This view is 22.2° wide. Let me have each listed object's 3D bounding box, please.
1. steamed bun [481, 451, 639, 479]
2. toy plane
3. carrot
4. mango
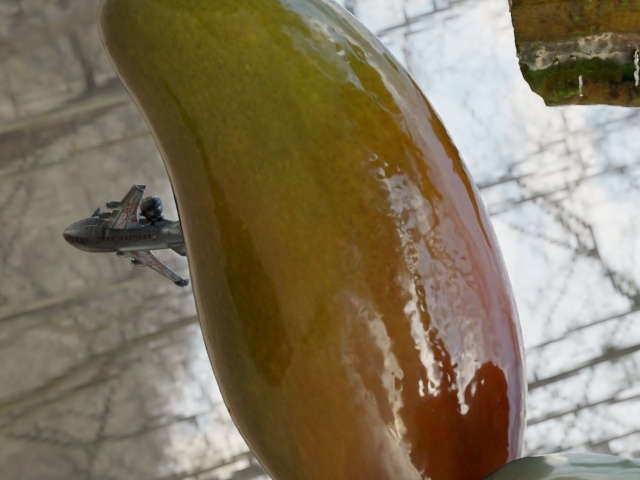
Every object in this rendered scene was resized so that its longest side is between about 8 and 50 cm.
[{"bbox_3d":[0.169,0.244,0.667,0.247,0.352,0.339,-115,-145,-52],"label":"steamed bun"},{"bbox_3d":[-0.100,-0.004,0.883,0.078,0.083,0.031,73,30,-45],"label":"toy plane"},{"bbox_3d":[0.183,-0.103,0.851,0.082,0.173,0.082,0,90,-82],"label":"carrot"},{"bbox_3d":[0.004,0.001,0.729,0.146,0.129,0.289,-10,-77,43],"label":"mango"}]
